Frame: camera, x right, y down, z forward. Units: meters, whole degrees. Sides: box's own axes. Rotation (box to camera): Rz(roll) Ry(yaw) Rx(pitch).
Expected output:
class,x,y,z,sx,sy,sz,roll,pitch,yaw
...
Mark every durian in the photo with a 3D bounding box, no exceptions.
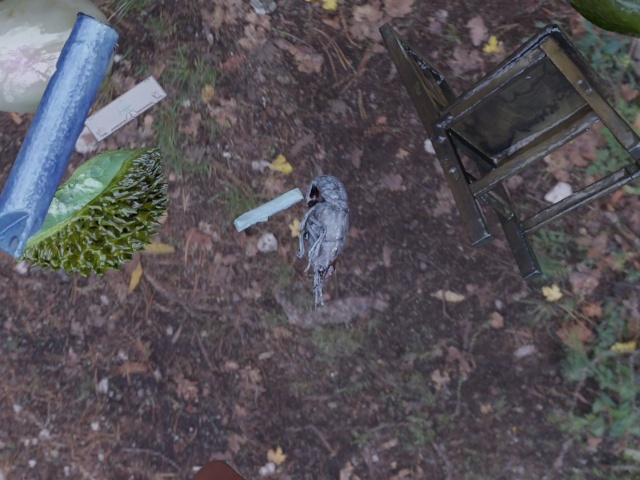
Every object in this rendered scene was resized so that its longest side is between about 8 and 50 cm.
class,x,y,z,sx,sy,sz,roll,pitch,yaw
durian,-0.427,-0.065,1.585,0.198,0.394,0.163,4,135,28

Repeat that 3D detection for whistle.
class,x,y,z,sx,sy,sz,roll,pitch,yaw
whistle,-0.329,-0.128,0.969,0.062,0.062,0.304,22,85,-17

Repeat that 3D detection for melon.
class,x,y,z,sx,sy,sz,roll,pitch,yaw
melon,-0.563,-0.377,1.583,0.317,0.223,0.223,-25,114,-22

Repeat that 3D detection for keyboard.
class,x,y,z,sx,sy,sz,roll,pitch,yaw
keyboard,-0.382,-0.258,1.559,0.166,0.017,0.055,-39,91,-15

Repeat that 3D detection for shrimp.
class,x,y,z,sx,sy,sz,roll,pitch,yaw
shrimp,0.000,0.000,0.949,0.056,0.065,0.165,26,73,-48

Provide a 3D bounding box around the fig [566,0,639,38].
class,x,y,z,sx,sy,sz,roll,pitch,yaw
fig,0.361,-0.283,0.832,0.195,0.245,0.195,-14,148,-9

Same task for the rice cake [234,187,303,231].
class,x,y,z,sx,sy,sz,roll,pitch,yaw
rice cake,-0.123,-0.072,1.910,0.180,0.030,0.042,-28,82,-13

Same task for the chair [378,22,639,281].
class,x,y,z,sx,sy,sz,roll,pitch,yaw
chair,0.280,-0.191,1.116,0.240,0.416,0.203,-35,144,26

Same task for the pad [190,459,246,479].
class,x,y,z,sx,sy,sz,roll,pitch,yaw
pad,-0.129,0.317,0.640,0.004,0.181,0.267,44,76,-32
